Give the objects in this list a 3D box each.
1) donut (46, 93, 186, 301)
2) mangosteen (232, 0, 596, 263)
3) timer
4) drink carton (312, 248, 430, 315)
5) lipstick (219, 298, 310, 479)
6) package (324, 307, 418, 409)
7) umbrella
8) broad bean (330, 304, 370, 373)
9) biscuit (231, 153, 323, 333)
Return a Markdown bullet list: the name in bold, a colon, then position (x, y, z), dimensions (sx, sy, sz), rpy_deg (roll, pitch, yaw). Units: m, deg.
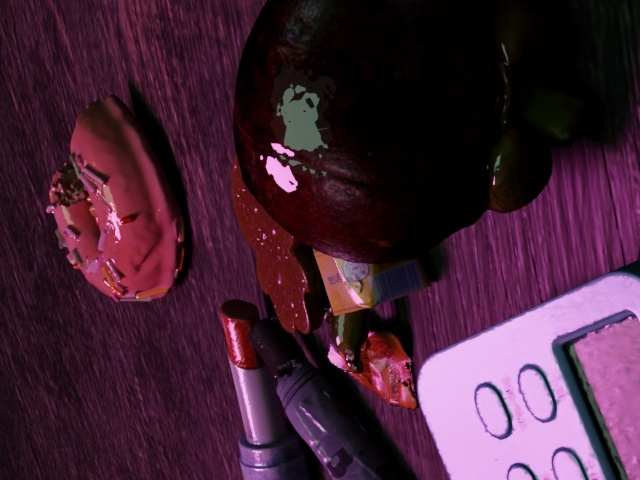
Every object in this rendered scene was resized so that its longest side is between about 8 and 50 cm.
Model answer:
- **donut**: position (-0.214, -0.026, 1.934), dimensions (0.199, 0.085, 0.233), rpy_deg (63, 156, 14)
- **mangosteen**: position (0.051, -0.083, 1.221), dimensions (0.216, 0.216, 0.216), rpy_deg (44, 144, 45)
- **timer**: position (0.187, 0.146, 1.230), dimensions (0.250, 0.091, 0.231), rpy_deg (-36, 74, 60)
- **drink carton**: position (0.017, -0.046, 1.459), dimensions (0.084, 0.074, 0.200), rpy_deg (-19, 91, 65)
- **lipstick**: position (-0.050, 0.187, 1.771), dimensions (0.068, 0.061, 0.274), rpy_deg (18, 123, 62)
- **package**: position (0.037, 0.095, 1.562), dimensions (0.111, 0.033, 0.077), rpy_deg (29, 123, 49)
- **umbrella**: position (0.007, 0.167, 1.644), dimensions (0.250, 0.053, 0.052), rpy_deg (52, 166, 30)
- **broad bean**: position (0.003, -0.001, 1.534), dimensions (0.069, 0.039, 0.226), rpy_deg (-34, 67, 55)
- **biscuit**: position (-0.035, -0.004, 1.650), dimensions (0.124, 0.026, 0.175), rpy_deg (-1, 106, 65)
